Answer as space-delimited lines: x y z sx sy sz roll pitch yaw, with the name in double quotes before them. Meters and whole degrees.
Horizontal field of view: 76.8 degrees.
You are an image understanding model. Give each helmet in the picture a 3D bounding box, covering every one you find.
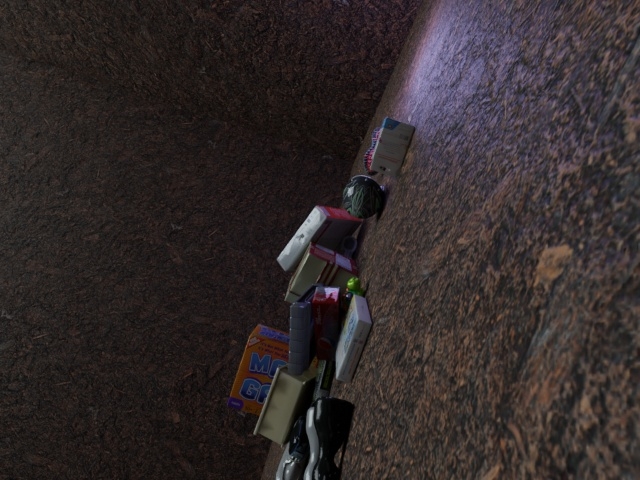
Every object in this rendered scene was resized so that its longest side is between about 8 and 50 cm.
"helmet" 0.162 -0.165 1.526 0.161 0.169 0.169 -38 -31 -64

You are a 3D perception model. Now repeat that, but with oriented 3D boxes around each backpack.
"backpack" -0.055 0.659 1.332 0.105 0.084 0.114 -80 15 -65

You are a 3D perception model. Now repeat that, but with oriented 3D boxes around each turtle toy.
"turtle toy" 0.107 0.183 1.326 0.095 0.066 0.130 -79 7 -73

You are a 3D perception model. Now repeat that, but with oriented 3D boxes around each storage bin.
"storage bin" -0.112 0.632 1.604 0.262 0.123 0.260 -70 -19 -2

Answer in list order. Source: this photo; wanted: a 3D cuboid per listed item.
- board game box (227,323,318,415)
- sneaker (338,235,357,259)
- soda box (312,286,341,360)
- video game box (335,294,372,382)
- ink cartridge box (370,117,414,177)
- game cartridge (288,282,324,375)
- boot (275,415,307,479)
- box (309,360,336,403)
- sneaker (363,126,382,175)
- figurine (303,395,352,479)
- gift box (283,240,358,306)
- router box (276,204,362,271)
"board game box" -0.232 0.683 2.108 0.356 0.356 0.356 127 161 -85
"sneaker" 0.112 0.098 1.918 0.115 0.090 0.232 96 -161 -66
"soda box" 0.026 0.282 1.356 0.092 0.084 0.263 -74 -17 -57
"video game box" 0.092 0.278 1.180 0.205 0.048 0.187 -83 9 -78
"ink cartridge box" 0.243 -0.318 1.396 0.061 0.104 0.181 -82 10 -80
"game cartridge" -0.038 0.292 1.400 0.355 0.068 0.230 -30 -61 -78
"boot" -0.090 0.740 1.408 0.258 0.095 0.123 -74 -5 -63
"box" 0.011 0.506 1.489 0.184 0.045 0.190 106 180 -70
"sneaker" 0.268 -0.386 1.847 0.125 0.104 0.261 76 -149 -59
"figurine" 0.003 0.525 1.016 0.215 0.092 0.209 109 174 -56
"gift box" 0.008 0.179 1.701 0.258 0.255 0.276 -63 0 12
"router box" 0.000 0.000 1.892 0.301 0.082 0.335 3 -49 -54
